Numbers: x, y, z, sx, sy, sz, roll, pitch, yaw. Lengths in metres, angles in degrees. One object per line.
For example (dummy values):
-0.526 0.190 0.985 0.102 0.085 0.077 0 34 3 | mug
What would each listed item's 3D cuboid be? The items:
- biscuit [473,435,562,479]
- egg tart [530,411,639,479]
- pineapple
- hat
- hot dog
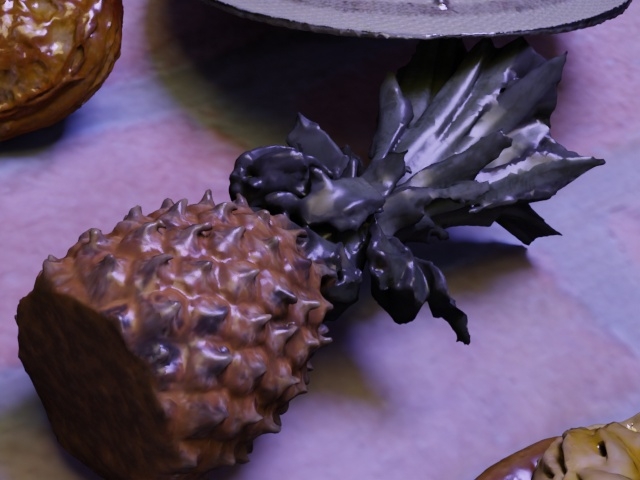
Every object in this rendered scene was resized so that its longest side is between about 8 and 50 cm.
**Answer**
0.137 0.165 0.621 0.212 0.036 0.212 8 46 -8 | biscuit
0.182 0.128 0.537 0.241 0.106 0.241 9 16 -3 | egg tart
0.000 0.000 0.686 0.277 0.119 0.130 -30 18 -36 | pineapple
0.044 -0.189 0.803 0.252 0.110 0.252 2 26 -1 | hat
-0.166 -0.097 0.753 0.147 0.065 0.099 -5 50 -5 | hot dog
